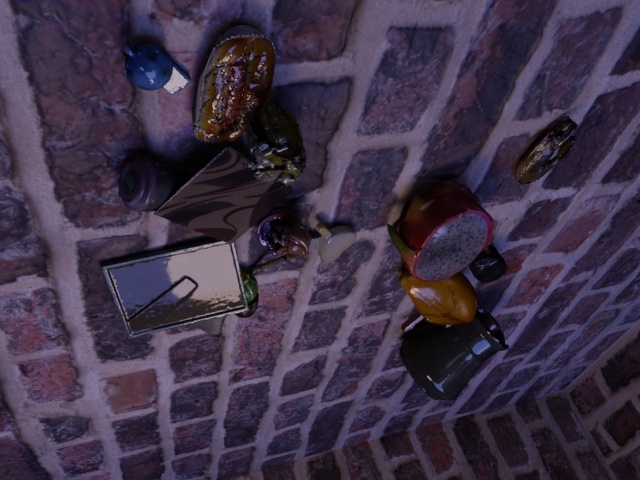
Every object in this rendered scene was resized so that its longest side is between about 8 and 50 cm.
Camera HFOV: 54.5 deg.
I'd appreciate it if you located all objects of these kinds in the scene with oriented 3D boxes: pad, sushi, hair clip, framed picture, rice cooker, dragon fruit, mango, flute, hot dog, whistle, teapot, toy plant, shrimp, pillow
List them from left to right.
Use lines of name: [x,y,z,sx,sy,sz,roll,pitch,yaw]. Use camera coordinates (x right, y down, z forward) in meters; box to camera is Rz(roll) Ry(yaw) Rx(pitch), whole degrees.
teapot: [-0.354,-0.104,1.333,0.146,0.116,0.148,5,135,-48]
whistle: [-0.294,-0.301,1.113,0.090,0.090,0.158,-32,144,16]
framed picture: [-0.371,0.125,1.631,0.335,0.022,0.247,-13,124,-8]
pillow: [-0.322,0.198,1.787,0.130,0.038,0.233,29,136,0]
pad: [-0.207,-0.090,1.420,0.220,0.004,0.330,-40,157,10]
hot dog: [-0.168,-0.292,1.200,0.144,0.075,0.268,-2,141,-27]
toy plant: [-0.221,0.149,1.768,0.092,0.093,0.162,-12,145,-12]
sushi: [-0.099,-0.200,1.277,0.131,0.139,0.291,-21,172,5]
flute: [-0.114,0.054,1.674,0.027,0.027,0.233,13,157,-39]
hair clip: [0.001,-0.001,1.711,0.218,0.071,0.159,-12,143,-21]
mango: [0.382,0.170,2.060,0.350,0.201,0.199,33,83,-41]
dragon fruit: [0.330,-0.040,1.734,0.290,0.189,0.291,-19,143,-16]
teapot: [0.486,0.379,2.338,0.361,0.305,0.376,-40,113,13]
rice cooker: [0.547,0.072,2.062,0.112,0.106,0.165,-34,148,19]
shrimp: [0.640,-0.241,1.725,0.173,0.058,0.253,-7,148,-34]

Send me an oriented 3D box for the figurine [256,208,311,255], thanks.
figurine: [-0.076,-0.012,1.577,0.114,0.157,0.126,33,79,-54]
